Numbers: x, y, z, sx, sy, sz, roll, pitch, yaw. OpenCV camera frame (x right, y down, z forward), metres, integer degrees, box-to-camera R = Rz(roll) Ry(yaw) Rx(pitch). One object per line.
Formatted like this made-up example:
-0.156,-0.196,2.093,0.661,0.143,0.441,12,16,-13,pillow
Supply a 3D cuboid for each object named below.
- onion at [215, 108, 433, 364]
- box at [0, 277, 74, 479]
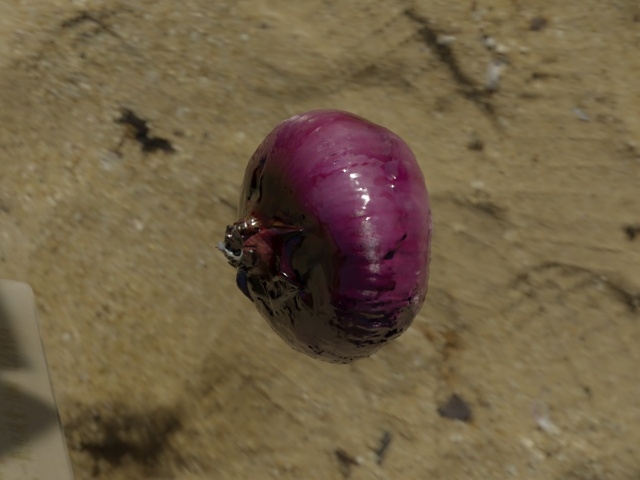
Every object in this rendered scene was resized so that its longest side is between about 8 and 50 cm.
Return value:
0.000,0.000,0.789,0.104,0.115,0.115,-9,104,-38,onion
-0.099,0.105,0.403,0.058,0.201,0.141,12,111,-19,box
